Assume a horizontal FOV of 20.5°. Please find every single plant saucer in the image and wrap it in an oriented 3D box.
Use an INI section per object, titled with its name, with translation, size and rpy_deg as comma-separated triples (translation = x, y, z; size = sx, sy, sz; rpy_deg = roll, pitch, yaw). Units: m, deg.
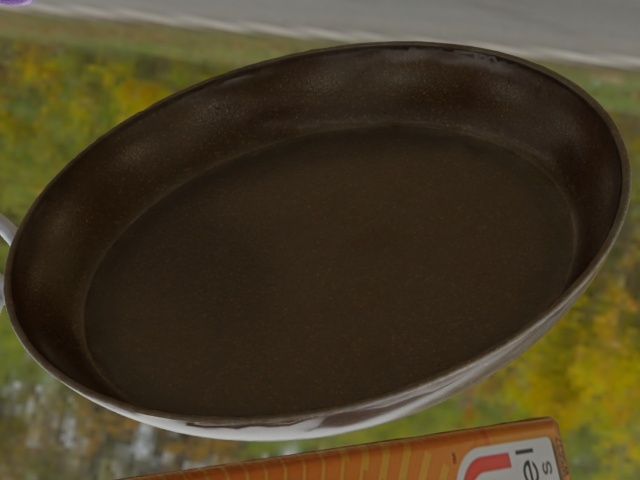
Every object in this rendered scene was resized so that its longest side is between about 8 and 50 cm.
[plant saucer]
translation = 0.000, 0.000, 0.878
size = 0.311, 0.050, 0.310
rpy_deg = -10, -145, 7

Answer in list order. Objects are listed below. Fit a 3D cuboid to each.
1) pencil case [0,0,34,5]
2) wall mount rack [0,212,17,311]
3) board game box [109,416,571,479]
[pencil case]
translation = -0.151, -0.225, 1.086
size = 0.086, 0.088, 0.206
rpy_deg = -1, -145, 29
[wall mount rack]
translation = -0.322, -0.022, 1.205
size = 0.304, 0.130, 0.350
rpy_deg = 39, -150, 4
[board game box]
translation = -0.126, 0.274, 0.545
size = 0.356, 0.356, 0.356
rpy_deg = -19, 168, 38
